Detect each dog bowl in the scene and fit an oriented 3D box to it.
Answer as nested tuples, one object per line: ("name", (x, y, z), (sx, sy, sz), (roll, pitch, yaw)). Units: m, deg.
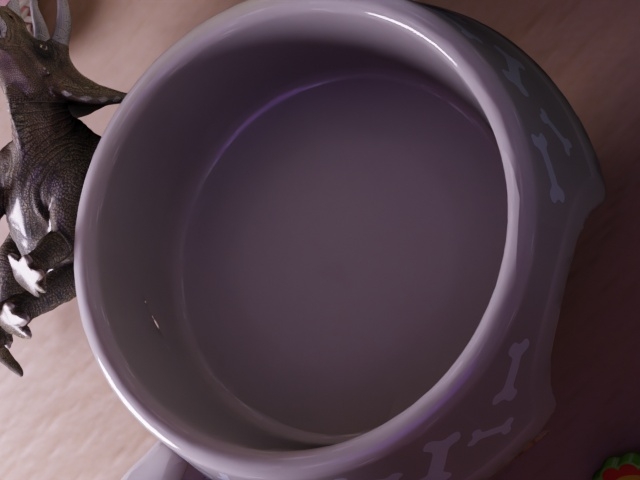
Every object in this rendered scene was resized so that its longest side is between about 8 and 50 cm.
("dog bowl", (0.000, 0.000, 1.039), (0.349, 0.102, 0.349), (-5, 76, 22))

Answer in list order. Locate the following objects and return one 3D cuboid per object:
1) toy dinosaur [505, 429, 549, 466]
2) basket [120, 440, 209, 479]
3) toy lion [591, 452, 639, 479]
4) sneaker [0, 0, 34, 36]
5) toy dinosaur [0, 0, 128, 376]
("toy dinosaur", (0.031, 0.151, 1.091), (0.211, 0.064, 0.112), (17, 122, 13))
("basket", (-0.106, 0.363, 1.134), (0.328, 0.331, 0.266), (44, 136, -2))
("toy lion", (0.242, 0.182, 1.159), (0.100, 0.034, 0.096), (36, 122, 2))
("sneaker", (-0.216, -0.173, 1.162), (0.070, 0.051, 0.134), (-21, 97, 28))
("toy dinosaur", (-0.183, -0.009, 1.158), (0.121, 0.160, 0.313), (23, 139, 24))
